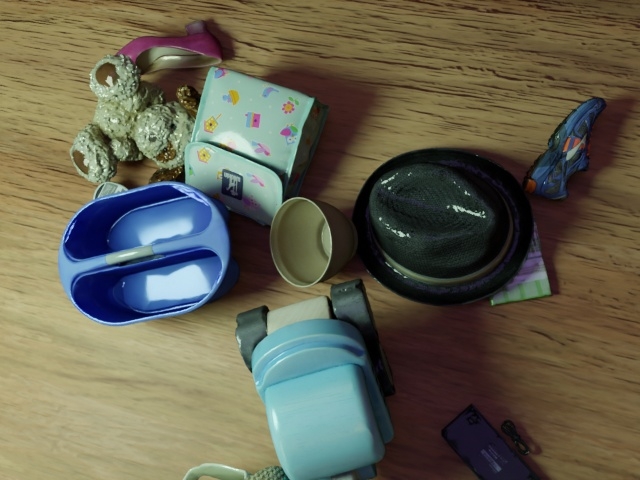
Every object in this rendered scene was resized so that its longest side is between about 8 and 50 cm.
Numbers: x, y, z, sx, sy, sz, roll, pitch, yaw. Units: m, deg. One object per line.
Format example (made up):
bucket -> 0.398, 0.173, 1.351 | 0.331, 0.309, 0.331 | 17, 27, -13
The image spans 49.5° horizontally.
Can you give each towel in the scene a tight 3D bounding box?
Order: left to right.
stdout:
towel -> 0.349, 0.037, 1.269 | 0.113, 0.023, 0.152 | -11, 76, 10

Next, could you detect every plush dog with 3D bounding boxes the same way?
plush dog -> -0.345, -0.228, 1.408 | 0.225, 0.210, 0.262 | 24, 109, 2

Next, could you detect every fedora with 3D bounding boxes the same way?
fedora -> 0.204, -0.041, 1.231 | 0.334, 0.152, 0.334 | -4, 76, 16

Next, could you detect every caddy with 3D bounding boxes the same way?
caddy -> -0.314, 0.025, 1.284 | 0.341, 0.179, 0.241 | -13, 87, 13

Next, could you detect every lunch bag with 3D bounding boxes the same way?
lunch bag -> -0.133, -0.177, 1.345 | 0.223, 0.160, 0.262 | 21, 97, 11

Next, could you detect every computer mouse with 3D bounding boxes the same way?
computer mouse -> -0.372, -0.062, 1.419 | 0.193, 0.042, 0.106 | 27, 86, 10

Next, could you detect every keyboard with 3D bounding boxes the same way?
keyboard -> 0.305, 0.364, 1.189 | 0.108, 0.023, 0.180 | -43, 73, 4

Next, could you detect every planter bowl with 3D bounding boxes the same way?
planter bowl -> 0.000, 0.000, 1.278 | 0.162, 0.109, 0.162 | 6, 98, 46

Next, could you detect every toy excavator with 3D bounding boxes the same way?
toy excavator -> 0.029, 0.353, 1.097 | 0.222, 0.433, 0.445 | -16, 36, 6

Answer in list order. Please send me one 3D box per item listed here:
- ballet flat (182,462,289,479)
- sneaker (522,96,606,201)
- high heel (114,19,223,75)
ballet flat -> -0.234, 0.480, 1.169 | 0.483, 0.164, 0.182 | -25, 47, 27
sneaker -> 0.461, -0.165, 1.278 | 0.087, 0.083, 0.221 | 34, 89, 3
high heel -> -0.329, -0.377, 1.472 | 0.244, 0.082, 0.117 | -23, 62, -9
